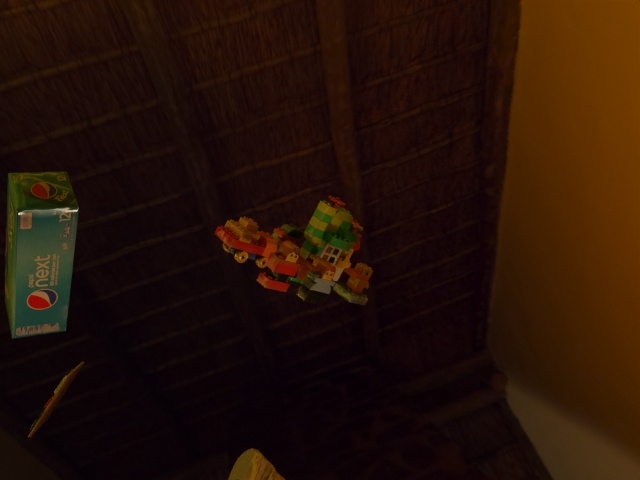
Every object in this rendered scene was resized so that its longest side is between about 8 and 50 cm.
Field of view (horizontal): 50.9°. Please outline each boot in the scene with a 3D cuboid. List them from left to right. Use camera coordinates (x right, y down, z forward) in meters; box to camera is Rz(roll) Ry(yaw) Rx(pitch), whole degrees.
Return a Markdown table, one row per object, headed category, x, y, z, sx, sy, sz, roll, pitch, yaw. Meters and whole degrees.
| category | x | y | z | sx | sy | sz | roll | pitch | yaw |
| --- | --- | --- | --- | --- | --- | --- | --- | --- | --- |
| boot | -0.143 | 0.549 | 1.331 | 0.123 | 0.258 | 0.095 | 46 | -50 | -15 |

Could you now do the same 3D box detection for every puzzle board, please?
| category | x | y | z | sx | sy | sz | roll | pitch | yaw |
| --- | --- | --- | --- | --- | --- | --- | --- | --- | --- |
| puzzle board | -0.466 | 0.277 | 1.185 | 0.011 | 0.096 | 0.128 | 34 | -91 | -7 |

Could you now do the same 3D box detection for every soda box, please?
| category | x | y | z | sx | sy | sz | roll | pitch | yaw |
| --- | --- | --- | --- | --- | --- | --- | --- | --- | --- |
| soda box | -0.342 | 0.021 | 0.816 | 0.067 | 0.071 | 0.210 | -4 | -46 | -32 |

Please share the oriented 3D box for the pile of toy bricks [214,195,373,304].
| category | x | y | z | sx | sy | sz | roll | pitch | yaw |
| --- | --- | --- | --- | --- | --- | --- | --- | --- | --- |
| pile of toy bricks | 0.000 | 0.000 | 0.748 | 0.212 | 0.118 | 0.105 | 17 | -76 | -48 |
